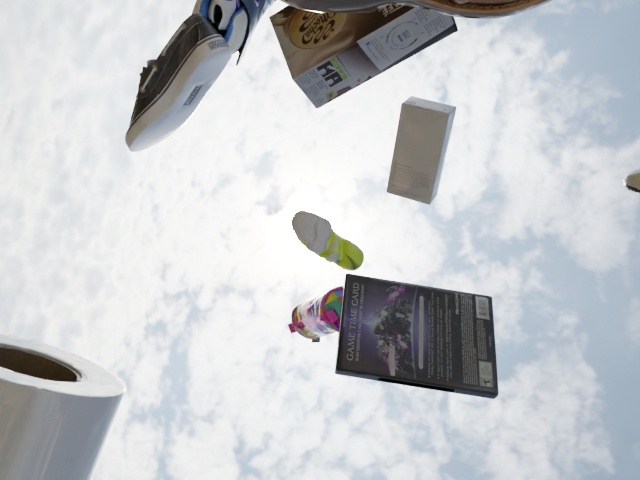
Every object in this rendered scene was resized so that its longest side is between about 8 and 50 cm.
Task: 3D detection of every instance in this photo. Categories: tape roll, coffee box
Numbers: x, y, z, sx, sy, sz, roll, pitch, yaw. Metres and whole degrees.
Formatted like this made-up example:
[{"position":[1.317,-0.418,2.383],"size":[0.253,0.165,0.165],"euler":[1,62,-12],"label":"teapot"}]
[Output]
[{"position":[-0.388,0.225,0.761],"size":[0.246,0.246,0.169],"euler":[13,-99,50],"label":"tape roll"},{"position":[0.076,-0.400,1.143],"size":[0.297,0.119,0.168],"euler":[-26,-117,15],"label":"coffee box"}]

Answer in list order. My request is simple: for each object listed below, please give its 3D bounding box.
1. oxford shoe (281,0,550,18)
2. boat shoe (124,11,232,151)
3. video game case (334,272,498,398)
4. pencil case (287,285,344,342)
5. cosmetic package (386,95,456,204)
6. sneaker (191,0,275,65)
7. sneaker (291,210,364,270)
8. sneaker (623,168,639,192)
[{"position":[0.076,-0.166,0.321],"size":[0.076,0.212,0.076],"euler":[125,-49,-68],"label":"oxford shoe"},{"position":[-0.280,-0.281,1.124],"size":[0.301,0.108,0.102],"euler":[-40,-98,37],"label":"boat shoe"},{"position":[0.170,0.163,1.088],"size":[0.026,0.274,0.196],"euler":[100,-2,-53],"label":"video game case"},{"position":[0.009,0.161,1.335],"size":[0.236,0.105,0.104],"euler":[143,-51,-65],"label":"pencil case"},{"position":[0.237,-0.212,1.467],"size":[0.117,0.085,0.231],"euler":[18,-59,17],"label":"cosmetic package"},{"position":[-0.140,-0.489,1.190],"size":[0.322,0.130,0.236],"euler":[-53,-165,22],"label":"sneaker"},{"position":[0.000,0.000,1.620],"size":[0.091,0.240,0.126],"euler":[-55,-153,-8],"label":"sneaker"},{"position":[0.662,-0.180,1.116],"size":[0.235,0.094,0.153],"euler":[-12,-75,30],"label":"sneaker"}]
